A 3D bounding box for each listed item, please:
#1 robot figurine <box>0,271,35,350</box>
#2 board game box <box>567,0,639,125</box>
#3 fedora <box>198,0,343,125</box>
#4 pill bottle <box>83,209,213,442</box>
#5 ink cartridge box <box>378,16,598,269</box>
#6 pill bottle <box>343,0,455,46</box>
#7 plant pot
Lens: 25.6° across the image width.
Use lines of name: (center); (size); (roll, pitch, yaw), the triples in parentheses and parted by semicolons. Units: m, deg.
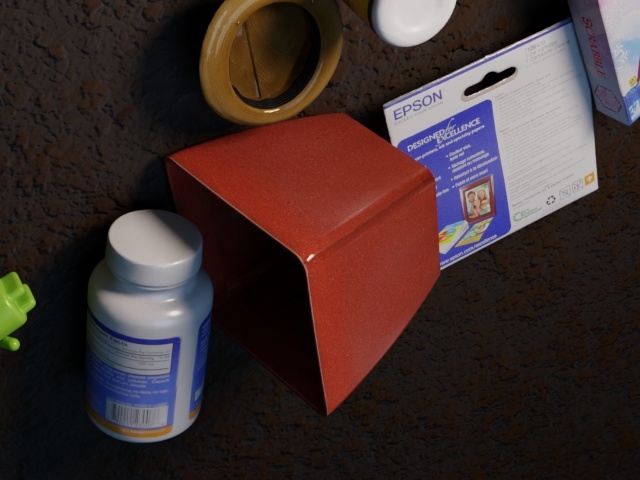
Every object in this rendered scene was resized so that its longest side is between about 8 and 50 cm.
robot figurine: (-0.391, 0.088, 1.648); (0.115, 0.067, 0.101); (-35, 135, -3)
board game box: (0.450, -0.360, 1.793); (0.319, 0.066, 0.318); (-43, 138, -12)
fedora: (-0.066, -0.224, 1.593); (0.194, 0.079, 0.194); (-17, 131, -21)
pill bottle: (-0.210, 0.102, 1.720); (0.152, 0.152, 0.272); (-11, 130, -26)
ink cartridge box: (0.224, -0.132, 1.875); (0.304, 0.072, 0.307); (-26, 130, -13)
pill bottle: (0.062, -0.296, 1.539); (0.103, 0.184, 0.103); (-18, 134, -20)
plant pot: (0.000, 0.000, 1.715); (0.236, 0.267, 0.267); (-32, 138, -25)
